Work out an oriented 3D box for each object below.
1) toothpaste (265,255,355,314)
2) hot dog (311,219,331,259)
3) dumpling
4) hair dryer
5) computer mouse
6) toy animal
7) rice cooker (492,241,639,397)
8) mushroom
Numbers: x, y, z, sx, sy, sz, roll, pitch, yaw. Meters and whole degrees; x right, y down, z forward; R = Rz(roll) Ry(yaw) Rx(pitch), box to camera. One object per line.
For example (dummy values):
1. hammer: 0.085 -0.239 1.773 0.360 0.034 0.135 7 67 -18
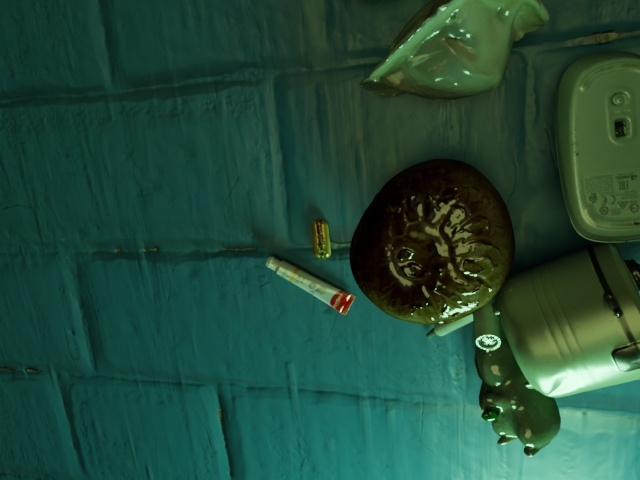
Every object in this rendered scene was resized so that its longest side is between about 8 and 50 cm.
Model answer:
1. toothpaste: -0.023 0.086 1.039 0.190 0.031 0.048 29 108 4
2. hot dog: 0.000 0.000 1.010 0.037 0.021 0.083 -4 103 18
3. dumpling: 0.184 -0.281 0.765 0.175 0.227 0.243 44 117 17
4. hair dryer: 0.248 0.159 0.932 0.044 0.154 0.183 30 129 -12
5. computer mouse: 0.443 -0.142 0.787 0.160 0.097 0.288 -6 92 8
6. toy animal: 0.342 0.250 0.948 0.125 0.127 0.251 -22 87 38
7. rice cooker: 0.421 0.125 0.818 0.244 0.226 0.226 -29 96 28
8. mushroom: 0.171 0.006 0.856 0.278 0.163 0.297 40 120 27
